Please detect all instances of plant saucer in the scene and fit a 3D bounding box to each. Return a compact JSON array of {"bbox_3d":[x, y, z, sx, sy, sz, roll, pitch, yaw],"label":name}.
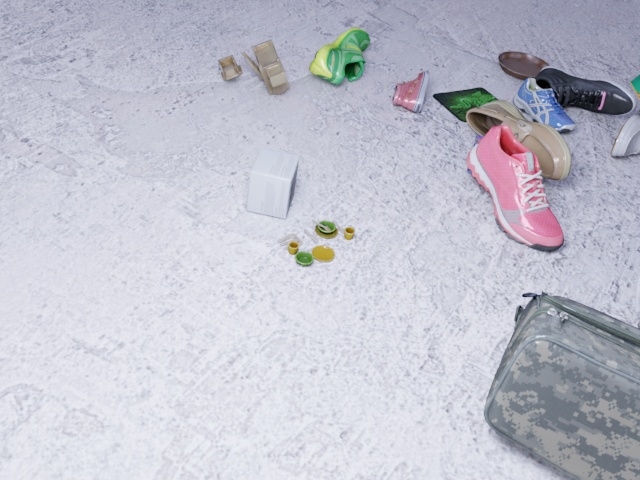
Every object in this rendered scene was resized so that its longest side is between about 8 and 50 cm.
[{"bbox_3d":[0.628,-0.535,2.114,0.169,0.029,0.168,6,41,-5],"label":"plant saucer"}]

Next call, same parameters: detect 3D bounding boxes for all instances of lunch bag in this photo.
[{"bbox_3d":[0.429,0.219,1.067,0.305,0.212,0.256,25,26,16],"label":"lunch bag"}]

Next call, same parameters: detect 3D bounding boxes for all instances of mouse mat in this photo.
[{"bbox_3d":[0.426,-0.381,1.908,0.190,0.007,0.152,-13,45,-27],"label":"mouse mat"}]

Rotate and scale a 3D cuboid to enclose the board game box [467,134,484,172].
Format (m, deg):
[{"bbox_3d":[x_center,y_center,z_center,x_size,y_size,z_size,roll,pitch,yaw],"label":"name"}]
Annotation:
[{"bbox_3d":[0.403,-0.198,1.623,0.090,0.090,0.020,9,24,-2],"label":"board game box"}]

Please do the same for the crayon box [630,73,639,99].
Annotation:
[{"bbox_3d":[0.933,-0.311,1.772,0.165,0.081,0.278,7,56,-41],"label":"crayon box"}]

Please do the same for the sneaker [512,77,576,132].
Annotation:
[{"bbox_3d":[0.616,-0.368,1.876,0.080,0.081,0.211,-18,49,-31],"label":"sneaker"}]

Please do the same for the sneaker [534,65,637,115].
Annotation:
[{"bbox_3d":[0.725,-0.402,1.929,0.296,0.104,0.147,29,45,29],"label":"sneaker"}]

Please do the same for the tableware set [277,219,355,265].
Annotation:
[{"bbox_3d":[0.000,0.000,1.357,0.154,0.024,0.104,-20,49,-31],"label":"tableware set"}]

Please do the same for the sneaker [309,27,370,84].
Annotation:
[{"bbox_3d":[0.071,-0.505,1.921,0.123,0.109,0.295,41,42,0],"label":"sneaker"}]

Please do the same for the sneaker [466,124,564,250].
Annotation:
[{"bbox_3d":[0.429,-0.120,1.479,0.116,0.136,0.313,-13,59,-25],"label":"sneaker"}]

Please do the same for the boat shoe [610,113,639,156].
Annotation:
[{"bbox_3d":[0.860,-0.278,1.810,0.096,0.098,0.277,35,45,27],"label":"boat shoe"}]

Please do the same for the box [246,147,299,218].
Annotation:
[{"bbox_3d":[-0.098,-0.118,1.414,0.087,0.101,0.102,12,39,2],"label":"box"}]

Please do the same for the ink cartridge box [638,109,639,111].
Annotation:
[{"bbox_3d":[1.081,-0.360,1.955,0.189,0.097,0.255,-20,50,-31],"label":"ink cartridge box"}]

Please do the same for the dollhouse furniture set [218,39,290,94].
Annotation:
[{"bbox_3d":[-0.168,-0.410,1.775,0.161,0.101,0.181,-21,44,2],"label":"dollhouse furniture set"}]

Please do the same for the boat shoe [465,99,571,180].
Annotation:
[{"bbox_3d":[0.478,-0.240,1.679,0.110,0.121,0.341,-11,34,-17],"label":"boat shoe"}]

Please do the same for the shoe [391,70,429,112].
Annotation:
[{"bbox_3d":[0.245,-0.416,1.864,0.081,0.063,0.178,18,45,1],"label":"shoe"}]

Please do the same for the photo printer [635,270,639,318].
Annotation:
[{"bbox_3d":[0.769,0.098,1.295,0.308,0.107,0.256,25,65,18],"label":"photo printer"}]
